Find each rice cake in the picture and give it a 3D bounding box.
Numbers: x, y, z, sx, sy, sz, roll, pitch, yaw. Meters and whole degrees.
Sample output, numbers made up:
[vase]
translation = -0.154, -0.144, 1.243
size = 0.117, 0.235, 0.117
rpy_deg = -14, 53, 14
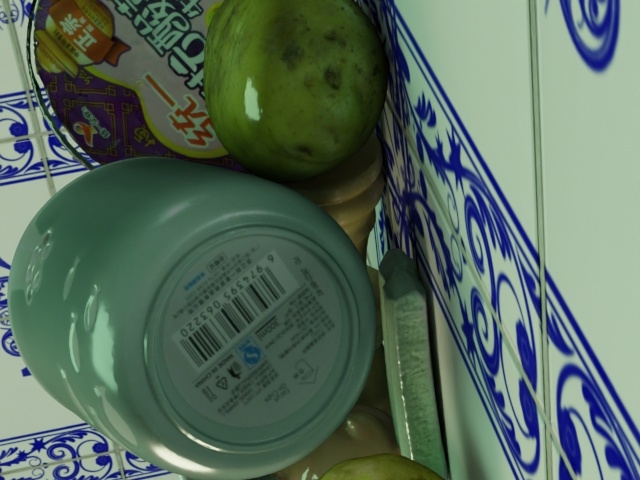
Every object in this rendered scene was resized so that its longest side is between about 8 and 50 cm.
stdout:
[rice cake]
translation = 0.080, 0.119, 1.292
size = 0.080, 0.042, 0.221
rpy_deg = -112, 11, -59

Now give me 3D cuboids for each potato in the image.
[potato]
translation = -0.024, -0.146, 1.252
size = 0.228, 0.149, 0.197
rpy_deg = 161, 102, -72

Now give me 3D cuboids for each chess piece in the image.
[chess piece]
translation = 0.023, 0.068, 1.454
size = 0.117, 0.117, 0.397
rpy_deg = -107, 7, -51

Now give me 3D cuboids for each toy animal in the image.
[toy animal]
translation = -0.021, 0.225, 1.440
size = 0.154, 0.250, 0.166
rpy_deg = 47, -126, -42

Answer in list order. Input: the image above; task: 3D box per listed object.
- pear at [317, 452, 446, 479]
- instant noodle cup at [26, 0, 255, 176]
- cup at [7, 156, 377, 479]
[pear]
translation = 0.056, 0.263, 1.163
size = 0.178, 0.178, 0.178
rpy_deg = 169, 90, -85
[instant noodle cup]
translation = -0.139, -0.214, 1.672
size = 0.266, 0.340, 0.340
rpy_deg = -7, -94, -84
[cup]
translation = -0.096, 0.110, 1.228
size = 0.274, 0.259, 0.356
rpy_deg = 12, 115, 65
